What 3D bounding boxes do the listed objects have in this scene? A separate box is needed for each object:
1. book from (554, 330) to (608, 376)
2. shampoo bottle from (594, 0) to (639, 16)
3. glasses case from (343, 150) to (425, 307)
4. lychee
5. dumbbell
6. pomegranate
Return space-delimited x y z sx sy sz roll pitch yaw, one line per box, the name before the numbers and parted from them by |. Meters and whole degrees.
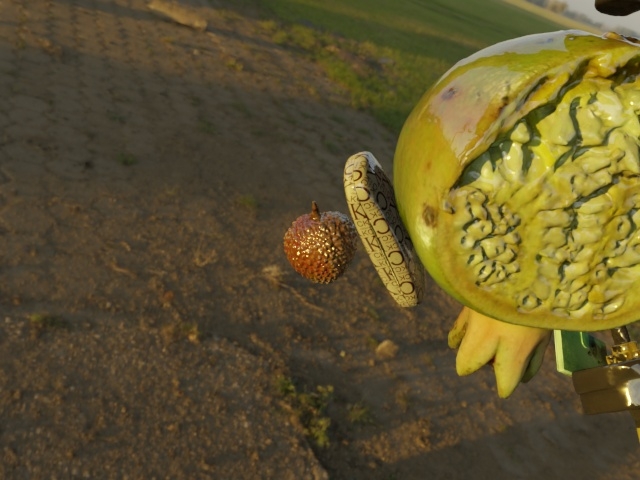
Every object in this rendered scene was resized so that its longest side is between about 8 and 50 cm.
book | 0.471 0.206 1.237 0.135 0.017 0.103 26 54 -27
shampoo bottle | 0.272 -0.321 0.596 0.080 0.246 0.079 8 -2 -22
glasses case | 0.132 -0.014 1.364 0.085 0.354 0.137 -15 36 20
lychee | 0.000 0.000 1.480 0.165 0.197 0.165 -11 20 4
dumbbell | 0.507 0.319 1.043 0.185 0.185 0.388 2 70 -38
pomegranate | 0.205 -0.033 0.671 0.310 0.358 0.216 4 34 -17
